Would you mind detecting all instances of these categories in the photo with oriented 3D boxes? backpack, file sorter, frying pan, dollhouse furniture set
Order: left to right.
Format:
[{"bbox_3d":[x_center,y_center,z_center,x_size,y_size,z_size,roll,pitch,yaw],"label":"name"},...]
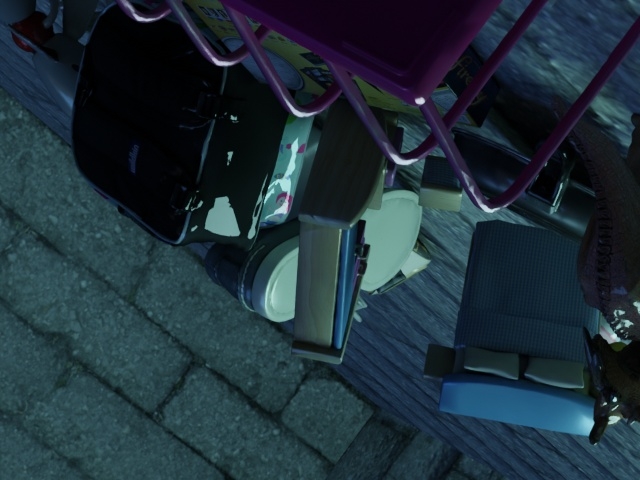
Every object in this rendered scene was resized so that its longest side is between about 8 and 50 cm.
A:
[{"bbox_3d":[-0.133,-0.125,1.782,0.191,0.225,0.253,-1,-159,-45],"label":"backpack"},{"bbox_3d":[0.022,-0.174,0.975,0.291,0.202,0.182,32,168,30],"label":"file sorter"},{"bbox_3d":[0.148,-0.017,1.583,0.303,0.286,0.198,11,141,5],"label":"dollhouse furniture set"},{"bbox_3d":[0.203,-0.030,1.417,0.197,0.053,0.326,27,-178,-13],"label":"frying pan"}]

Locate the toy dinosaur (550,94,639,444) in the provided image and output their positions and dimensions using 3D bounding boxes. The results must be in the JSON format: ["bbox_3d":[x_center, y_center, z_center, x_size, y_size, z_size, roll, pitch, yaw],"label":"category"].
[{"bbox_3d":[0.229,0.031,1.269,0.127,0.200,0.295,29,168,43],"label":"toy dinosaur"}]

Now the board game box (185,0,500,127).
[{"bbox_3d":[0.008,-0.170,1.453,0.243,0.042,0.165,15,160,38],"label":"board game box"}]

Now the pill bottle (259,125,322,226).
[{"bbox_3d":[-0.118,-0.115,2.001,0.283,0.160,0.160,32,170,27],"label":"pill bottle"}]

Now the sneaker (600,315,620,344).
[{"bbox_3d":[0.269,0.106,1.945,0.051,0.070,0.134,44,168,-29],"label":"sneaker"}]

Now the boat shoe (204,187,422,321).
[{"bbox_3d":[0.000,0.000,1.901,0.099,0.116,0.319,20,-155,29],"label":"boat shoe"}]

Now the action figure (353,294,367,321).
[{"bbox_3d":[-0.036,0.004,2.139,0.285,0.099,0.185,60,177,39],"label":"action figure"}]

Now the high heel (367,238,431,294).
[{"bbox_3d":[0.051,-0.029,2.171,0.186,0.093,0.261,59,-175,3],"label":"high heel"}]

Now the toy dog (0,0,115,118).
[{"bbox_3d":[-0.301,-0.285,1.849,0.334,0.220,0.161,34,143,-33],"label":"toy dog"}]

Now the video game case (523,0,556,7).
[{"bbox_3d":[0.070,-0.219,1.180,0.157,0.019,0.143,42,170,-38],"label":"video game case"}]
